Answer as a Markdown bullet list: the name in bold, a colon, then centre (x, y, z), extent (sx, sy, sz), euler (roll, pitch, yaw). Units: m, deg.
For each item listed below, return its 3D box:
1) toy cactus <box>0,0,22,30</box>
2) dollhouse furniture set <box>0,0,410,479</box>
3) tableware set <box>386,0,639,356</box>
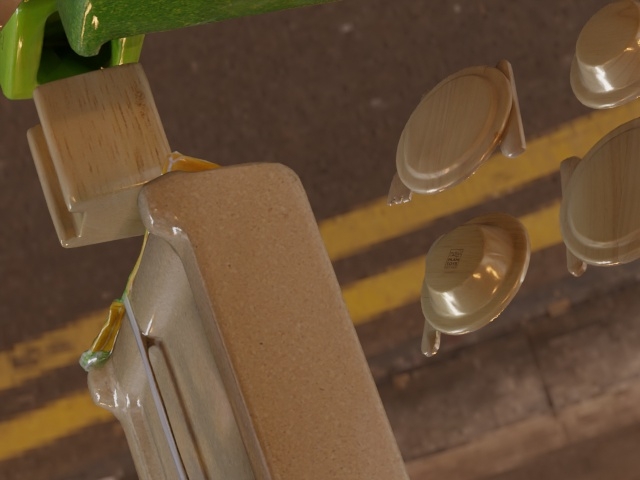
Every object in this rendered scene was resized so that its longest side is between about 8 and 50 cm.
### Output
- **toy cactus**: centre (-0.140, -0.119, 0.436), extent (0.180, 0.219, 0.112), euler (33, 144, -14)
- **dollhouse furniture set**: centre (0.000, 0.000, 0.632), extent (0.151, 0.302, 0.197), euler (-14, 162, -18)
- **tableware set**: centre (0.090, -0.032, 0.740), extent (0.168, 0.141, 0.020), euler (-26, 133, 36)
